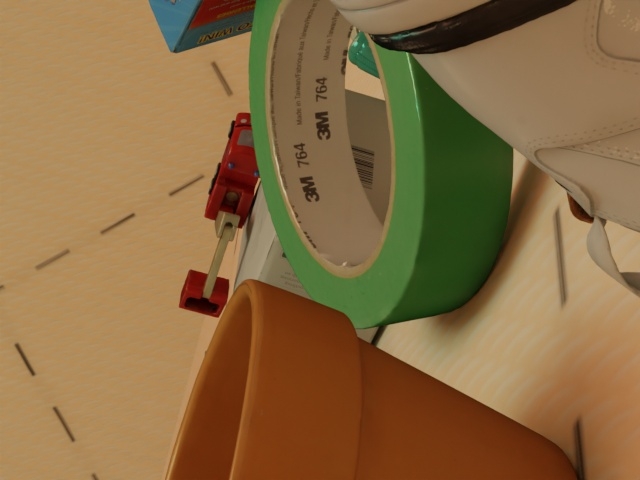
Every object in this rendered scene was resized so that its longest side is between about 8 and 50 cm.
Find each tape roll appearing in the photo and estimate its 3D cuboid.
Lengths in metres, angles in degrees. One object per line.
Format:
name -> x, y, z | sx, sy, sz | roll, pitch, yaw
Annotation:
tape roll -> 0.036, -0.093, 1.042 | 0.321, 0.077, 0.321 | 170, 90, -67

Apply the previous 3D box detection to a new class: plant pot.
plant pot -> 0.017, 0.185, 0.738 | 0.291, 0.203, 0.291 | -165, 90, -81

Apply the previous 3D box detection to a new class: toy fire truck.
toy fire truck -> -0.099, -0.026, 1.393 | 0.135, 0.047, 0.192 | -84, 13, -46

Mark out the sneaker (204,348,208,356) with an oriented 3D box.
sneaker -> -0.075, 0.212, 1.307 | 0.330, 0.122, 0.146 | 73, -154, -69

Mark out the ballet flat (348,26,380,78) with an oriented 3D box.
ballet flat -> 0.075, -0.263, 1.392 | 0.083, 0.087, 0.247 | 115, 173, -46

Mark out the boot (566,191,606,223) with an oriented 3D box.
boot -> 0.159, -0.102, 0.745 | 0.283, 0.109, 0.220 | 127, 150, -57

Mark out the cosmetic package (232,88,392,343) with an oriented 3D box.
cosmetic package -> 0.000, 0.000, 1.331 | 0.224, 0.138, 0.225 | -84, 14, -45

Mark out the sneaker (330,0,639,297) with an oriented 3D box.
sneaker -> 0.196, -0.134, 0.443 | 0.365, 0.210, 0.137 | -36, 22, 14

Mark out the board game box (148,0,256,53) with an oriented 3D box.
board game box -> 0.022, -0.301, 1.142 | 0.086, 0.308, 0.302 | 66, 155, 8
